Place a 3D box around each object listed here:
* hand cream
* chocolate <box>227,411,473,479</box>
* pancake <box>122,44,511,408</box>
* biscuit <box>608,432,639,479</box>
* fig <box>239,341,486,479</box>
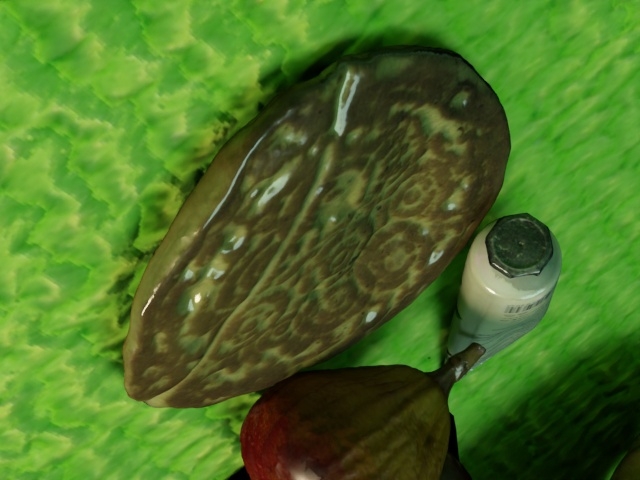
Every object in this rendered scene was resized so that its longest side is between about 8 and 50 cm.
[{"bbox_3d":[0.109,0.037,1.151,0.080,0.050,0.234,-33,165,-10],"label":"hand cream"},{"bbox_3d":[0.021,0.263,1.230,0.283,0.186,0.283,-30,150,-20],"label":"chocolate"},{"bbox_3d":[0.000,0.000,0.998,0.250,0.031,0.250,-32,152,-20],"label":"pancake"},{"bbox_3d":[0.207,0.244,1.419,0.326,0.107,0.326,-52,170,-13],"label":"biscuit"},{"bbox_3d":[0.019,0.112,1.117,0.119,0.119,0.153,105,12,-46],"label":"fig"}]
